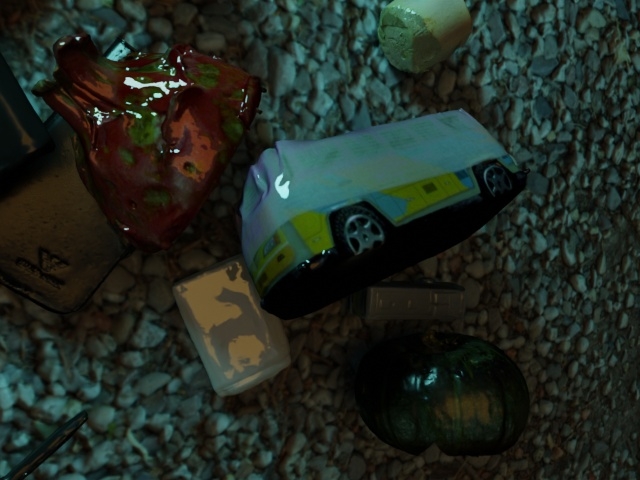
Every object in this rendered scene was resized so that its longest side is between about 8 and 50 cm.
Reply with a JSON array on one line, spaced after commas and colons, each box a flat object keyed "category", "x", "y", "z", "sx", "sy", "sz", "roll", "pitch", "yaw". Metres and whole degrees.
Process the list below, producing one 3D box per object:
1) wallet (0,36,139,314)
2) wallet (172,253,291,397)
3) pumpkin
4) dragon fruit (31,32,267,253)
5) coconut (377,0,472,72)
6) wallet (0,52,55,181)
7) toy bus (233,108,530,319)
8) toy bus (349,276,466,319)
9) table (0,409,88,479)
[{"category": "wallet", "x": -0.275, "y": -0.072, "z": 0.524, "sx": 0.172, "sy": 0.045, "sz": 0.318, "roll": 40, "pitch": 78, "yaw": -22}, {"category": "wallet", "x": -0.119, "y": 0.119, "z": 0.603, "sx": 0.124, "sy": 0.032, "sz": 0.183, "roll": -24, "pitch": 103, "yaw": -18}, {"category": "pumpkin", "x": 0.166, "y": 0.207, "z": 0.614, "sx": 0.237, "sy": 0.238, "sz": 0.159, "roll": 5, "pitch": 88, "yaw": -21}, {"category": "dragon fruit", "x": -0.191, "y": -0.130, "z": 0.463, "sx": 0.211, "sy": 0.134, "sz": 0.262, "roll": 27, "pitch": 81, "yaw": -23}, {"category": "coconut", "x": 0.158, "y": -0.318, "z": 0.634, "sx": 0.122, "sy": 0.116, "sz": 0.116, "roll": -37, "pitch": 105, "yaw": -10}, {"category": "wallet", "x": -0.421, "y": -0.216, "z": 0.410, "sx": 0.197, "sy": 0.051, "sz": 0.378, "roll": -22, "pitch": 99, "yaw": 17}, {"category": "toy bus", "x": 0.070, "y": -0.049, "z": 0.550, "sx": 0.386, "sy": 0.171, "sz": 0.162, "roll": -21, "pitch": 68, "yaw": -32}, {"category": "toy bus", "x": 0.141, "y": 0.092, "z": 0.675, "sx": 0.190, "sy": 0.075, "sz": 0.064, "roll": 4, "pitch": 91, "yaw": -20}, {"category": "table", "x": -0.289, "y": 0.382, "z": 0.423, "sx": 0.249, "sy": 0.317, "sz": 0.318, "roll": -28, "pitch": 103, "yaw": -25}]
